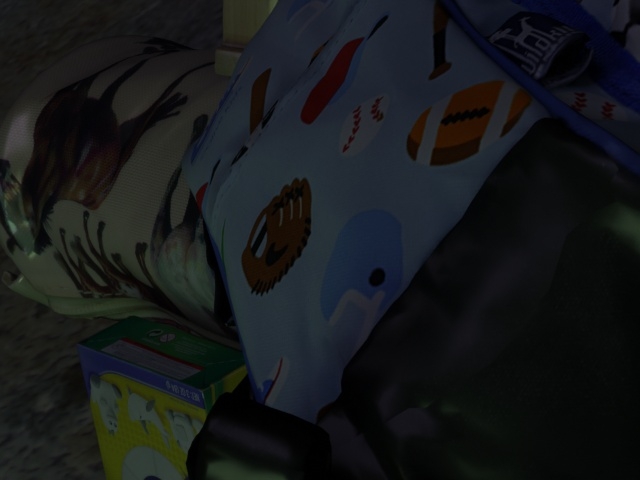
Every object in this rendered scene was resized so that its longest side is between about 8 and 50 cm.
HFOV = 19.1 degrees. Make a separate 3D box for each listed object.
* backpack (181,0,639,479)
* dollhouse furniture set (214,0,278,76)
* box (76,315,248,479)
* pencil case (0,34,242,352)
[{"bbox_3d":[0.088,0.001,0.505,0.213,0.276,0.263,-56,28,5],"label":"backpack"},{"bbox_3d":[0.138,-0.175,0.860,0.303,0.286,0.198,10,111,17],"label":"dollhouse furniture set"},{"bbox_3d":[-0.063,0.134,0.962,0.043,0.179,0.105,-29,29,-36],"label":"box"},{"bbox_3d":[0.000,0.000,0.962,0.410,0.160,0.183,14,68,45],"label":"pencil case"}]
